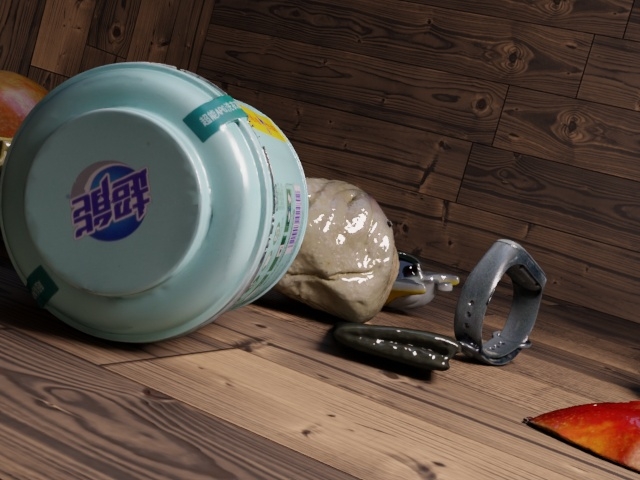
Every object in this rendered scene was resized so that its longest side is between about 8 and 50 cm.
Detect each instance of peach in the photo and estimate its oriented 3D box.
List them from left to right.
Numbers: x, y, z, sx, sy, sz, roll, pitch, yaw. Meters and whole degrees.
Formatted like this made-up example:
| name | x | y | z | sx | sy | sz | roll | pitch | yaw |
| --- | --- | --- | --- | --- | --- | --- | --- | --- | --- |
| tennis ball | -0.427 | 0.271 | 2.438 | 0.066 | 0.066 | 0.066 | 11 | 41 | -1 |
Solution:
| name | x | y | z | sx | sy | sz | roll | pitch | yaw |
| --- | --- | --- | --- | --- | --- | --- | --- | --- | --- |
| peach | 0.383 | 0.223 | 1.028 | 0.279 | 0.068 | 0.189 | 15 | 2 | 3 |

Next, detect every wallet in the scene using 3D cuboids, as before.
| name | x | y | z | sx | sy | sz | roll | pitch | yaw |
| --- | --- | --- | --- | --- | --- | --- | --- | --- | --- |
| wallet | 0.100 | 0.141 | 1.223 | 0.169 | 0.052 | 0.245 | 11 | -3 | 3 |

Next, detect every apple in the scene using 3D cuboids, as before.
| name | x | y | z | sx | sy | sz | roll | pitch | yaw |
| --- | --- | --- | --- | --- | --- | --- | --- | --- | --- |
| apple | -0.539 | -0.166 | 1.529 | 0.234 | 0.256 | 0.257 | 15 | 4 | 16 |

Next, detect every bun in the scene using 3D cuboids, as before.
| name | x | y | z | sx | sy | sz | roll | pitch | yaw |
| --- | --- | --- | --- | --- | --- | --- | --- | --- | --- |
| bun | 0.009 | 0.004 | 1.392 | 0.282 | 0.204 | 0.281 | 25 | 1 | 0 |

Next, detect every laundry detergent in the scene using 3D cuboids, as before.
| name | x | y | z | sx | sy | sz | roll | pitch | yaw |
| --- | --- | --- | --- | --- | --- | --- | --- | --- | --- |
| laundry detergent | -0.174 | -0.040 | 0.964 | 0.287 | 0.287 | 0.305 | 16 | 4 | 7 |

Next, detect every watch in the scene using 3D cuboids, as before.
| name | x | y | z | sx | sy | sz | roll | pitch | yaw |
| --- | --- | --- | --- | --- | --- | --- | --- | --- | --- |
| watch | 0.287 | 0.110 | 1.398 | 0.068 | 0.192 | 0.206 | 18 | -15 | 38 |

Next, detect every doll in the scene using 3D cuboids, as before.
| name | x | y | z | sx | sy | sz | roll | pitch | yaw |
| --- | --- | --- | --- | --- | --- | --- | --- | --- | --- |
| doll | 0.108 | 0.076 | 1.699 | 0.316 | 0.103 | 0.145 | 9 | -16 | 33 |

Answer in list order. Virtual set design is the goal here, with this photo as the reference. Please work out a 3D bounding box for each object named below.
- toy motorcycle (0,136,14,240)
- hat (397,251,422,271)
| name | x | y | z | sx | sy | sz | roll | pitch | yaw |
| --- | --- | --- | --- | --- | --- | --- | --- | --- | --- |
| toy motorcycle | -0.340 | -0.051 | 1.314 | 0.237 | 0.168 | 0.410 | 17 | 4 | 40 |
| hat | 0.160 | 0.079 | 2.068 | 0.138 | 0.077 | 0.191 | 23 | -16 | -12 |
